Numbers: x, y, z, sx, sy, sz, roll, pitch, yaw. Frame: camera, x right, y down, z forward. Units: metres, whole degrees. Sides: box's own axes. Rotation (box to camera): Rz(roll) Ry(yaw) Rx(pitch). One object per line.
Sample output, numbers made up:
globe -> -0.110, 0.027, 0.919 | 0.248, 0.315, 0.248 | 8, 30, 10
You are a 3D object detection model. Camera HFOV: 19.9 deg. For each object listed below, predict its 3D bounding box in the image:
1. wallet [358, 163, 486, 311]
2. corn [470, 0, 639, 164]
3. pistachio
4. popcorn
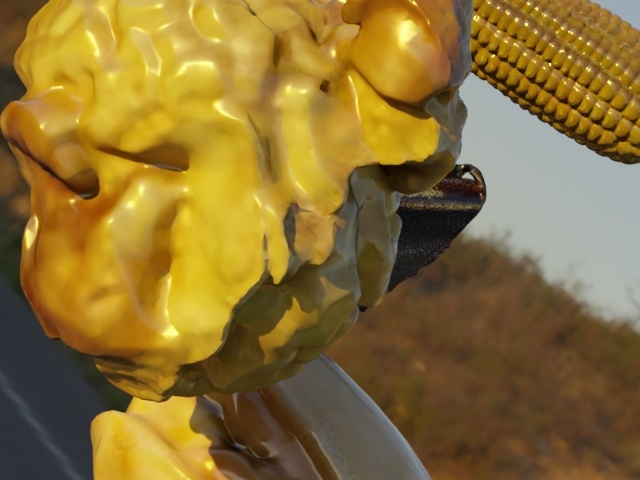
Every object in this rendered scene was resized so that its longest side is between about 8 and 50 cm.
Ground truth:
wallet -> 0.000, 0.000, 1.677 | 0.262, 0.221, 0.071 | -51, -132, 52
corn -> 0.173, -0.190, 1.612 | 0.363, 0.120, 0.120 | 36, -2, 4
pistachio -> -0.028, 0.212, 1.295 | 0.309, 0.230, 0.230 | 52, -3, -9
popcorn -> -0.047, -0.062, 1.062 | 0.265, 0.332, 0.225 | 54, 28, 8
